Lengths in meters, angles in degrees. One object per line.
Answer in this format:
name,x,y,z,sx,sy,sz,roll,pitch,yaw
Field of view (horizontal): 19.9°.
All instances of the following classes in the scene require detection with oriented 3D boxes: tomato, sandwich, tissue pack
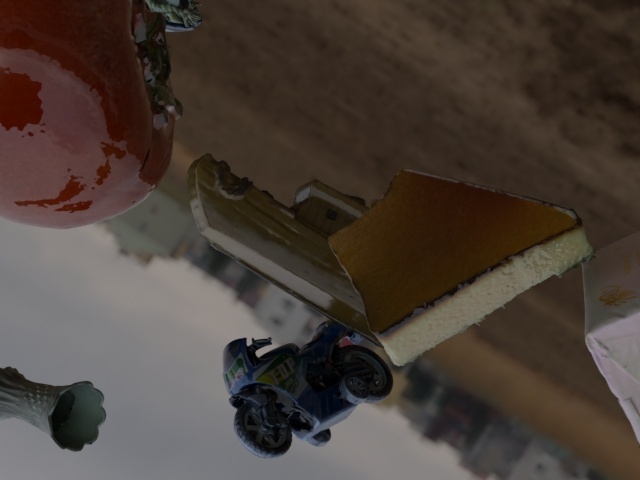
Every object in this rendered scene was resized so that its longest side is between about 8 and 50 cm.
tomato,-0.317,-0.189,2.139,0.273,0.341,0.341,-8,172,6
sandwich,0.111,-0.003,1.537,0.058,0.193,0.162,58,-176,-45
tissue pack,0.319,0.053,1.499,0.124,0.185,0.225,61,-167,-9

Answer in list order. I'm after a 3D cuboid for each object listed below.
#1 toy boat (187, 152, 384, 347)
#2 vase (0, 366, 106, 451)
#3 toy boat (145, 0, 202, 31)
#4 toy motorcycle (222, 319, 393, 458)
toy boat,0.000,0.000,1.961,0.321,0.121,0.089,31,165,-13
vase,-0.319,0.184,2.061,0.148,0.081,0.081,12,164,42
toy boat,-0.261,-0.396,2.576,0.220,0.067,0.291,33,160,9
toy motorcycle,-0.023,0.148,1.968,0.254,0.092,0.135,-22,-114,-48
